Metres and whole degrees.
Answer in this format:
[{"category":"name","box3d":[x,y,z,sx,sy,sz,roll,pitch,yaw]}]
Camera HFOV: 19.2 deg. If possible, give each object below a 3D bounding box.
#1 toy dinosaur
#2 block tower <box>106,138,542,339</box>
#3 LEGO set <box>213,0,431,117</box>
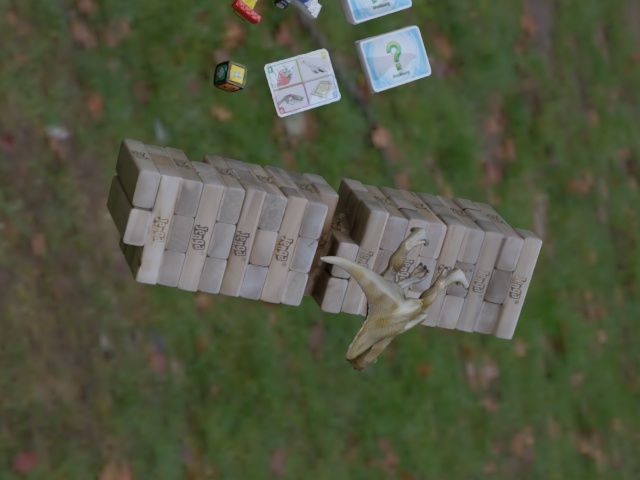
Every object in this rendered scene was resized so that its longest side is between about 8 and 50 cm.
[{"category":"toy dinosaur","box3d":[0.048,0.040,1.243,0.092,0.053,0.183,-43,160,-15]},{"category":"block tower","box3d":[0.000,0.000,1.508,0.097,0.335,0.091,-125,-131,-65]},{"category":"LEGO set","box3d":[-0.003,-0.212,1.692,0.244,0.060,0.182,-20,95,-37]}]
